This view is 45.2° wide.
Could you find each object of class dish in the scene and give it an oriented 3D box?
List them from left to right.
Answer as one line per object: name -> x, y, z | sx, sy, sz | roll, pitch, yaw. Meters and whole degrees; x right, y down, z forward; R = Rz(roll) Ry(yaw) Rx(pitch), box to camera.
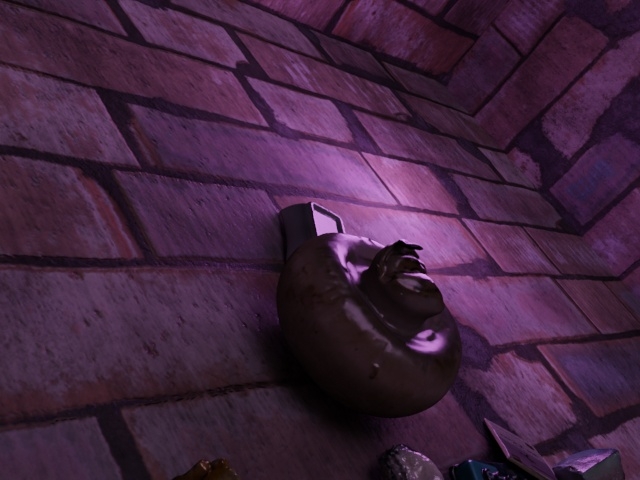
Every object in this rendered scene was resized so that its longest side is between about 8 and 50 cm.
dish -> 0.000, 0.000, 1.629 | 0.151, 0.077, 0.212 | 27, 29, -25

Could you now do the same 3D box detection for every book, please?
book -> 0.393, 0.415, 1.503 | 0.127, 0.014, 0.182 | 32, 7, -8

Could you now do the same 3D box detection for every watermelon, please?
watermelon -> 0.516, 0.524, 1.446 | 0.094, 0.154, 0.241 | -11, 78, -22

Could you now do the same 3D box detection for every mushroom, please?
mushroom -> 0.105, 0.122, 1.332 | 0.362, 0.294, 0.362 | 33, 25, -18

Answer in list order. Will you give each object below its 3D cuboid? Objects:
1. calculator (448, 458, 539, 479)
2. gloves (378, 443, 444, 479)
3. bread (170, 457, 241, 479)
calculator -> 0.368, 0.505, 1.357 | 0.274, 0.058, 0.248 | 24, 29, -27
gloves -> 0.143, 0.388, 1.226 | 0.114, 0.070, 0.153 | 17, 27, -25
bread -> -0.114, 0.331, 0.947 | 0.147, 0.127, 0.152 | 44, 9, 7
